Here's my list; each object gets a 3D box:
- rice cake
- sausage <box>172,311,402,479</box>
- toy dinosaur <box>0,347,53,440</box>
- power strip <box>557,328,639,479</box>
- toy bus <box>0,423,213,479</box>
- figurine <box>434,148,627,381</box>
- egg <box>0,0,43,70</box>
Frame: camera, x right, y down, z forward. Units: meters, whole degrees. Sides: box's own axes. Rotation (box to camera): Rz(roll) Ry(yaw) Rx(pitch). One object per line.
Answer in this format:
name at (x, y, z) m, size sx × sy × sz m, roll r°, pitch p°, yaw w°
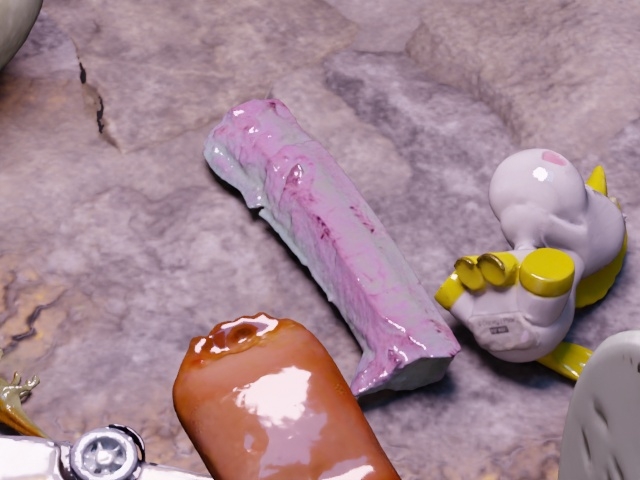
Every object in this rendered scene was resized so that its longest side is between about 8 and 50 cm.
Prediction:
rice cake at (0.002, -0.002, 1.358) m, size 0.081 × 0.051 × 0.290 m, roll -16°, pitch 49°, yaw -20°
sausage at (0.028, 0.186, 1.030) m, size 0.097 × 0.094 × 0.348 m, roll -25°, pitch 60°, yaw -15°
toy dinosaur at (-0.199, 0.102, 1.260) m, size 0.113 × 0.026 × 0.041 m, roll 25°, pitch 56°, yaw 32°
power strip at (0.241, 0.191, 0.984) m, size 0.161 × 0.357 × 0.357 m, roll -7°, pitch 47°, yaw -11°
toy bus at (-0.055, 0.202, 1.130) m, size 0.342 × 0.097 × 0.138 m, roll 9°, pitch 53°, yaw 4°
figurine at (0.158, 0.008, 1.328) m, size 0.129 × 0.109 × 0.178 m, roll 43°, pitch 49°, yaw -24°
egg at (-0.341, -0.239, 1.428) m, size 0.258 × 0.258 × 0.352 m, roll -17°, pitch 50°, yaw -19°
